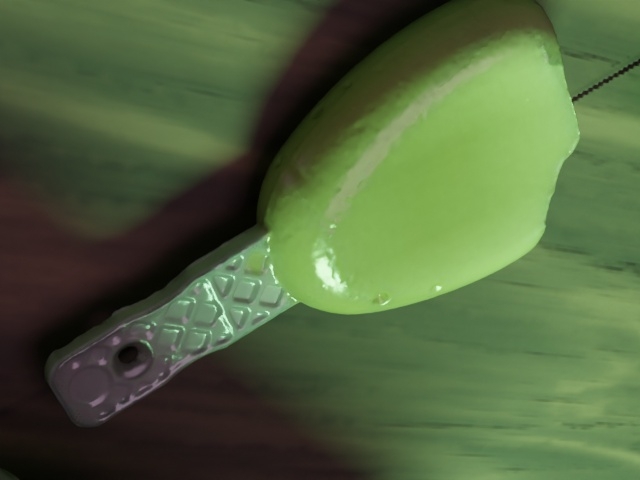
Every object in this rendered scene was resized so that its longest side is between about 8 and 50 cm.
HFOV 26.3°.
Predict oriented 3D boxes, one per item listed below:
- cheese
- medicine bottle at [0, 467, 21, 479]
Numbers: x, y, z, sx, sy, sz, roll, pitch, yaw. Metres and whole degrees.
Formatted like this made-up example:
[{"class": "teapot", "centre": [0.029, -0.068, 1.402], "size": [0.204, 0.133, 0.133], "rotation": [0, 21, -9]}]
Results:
[{"class": "cheese", "centre": [0.000, 0.000, 0.583], "size": [0.255, 0.050, 0.127], "rotation": [-33, 129, -11]}, {"class": "medicine bottle", "centre": [-0.089, 0.229, 0.544], "size": [0.213, 0.213, 0.379], "rotation": [-46, 130, -2]}]
